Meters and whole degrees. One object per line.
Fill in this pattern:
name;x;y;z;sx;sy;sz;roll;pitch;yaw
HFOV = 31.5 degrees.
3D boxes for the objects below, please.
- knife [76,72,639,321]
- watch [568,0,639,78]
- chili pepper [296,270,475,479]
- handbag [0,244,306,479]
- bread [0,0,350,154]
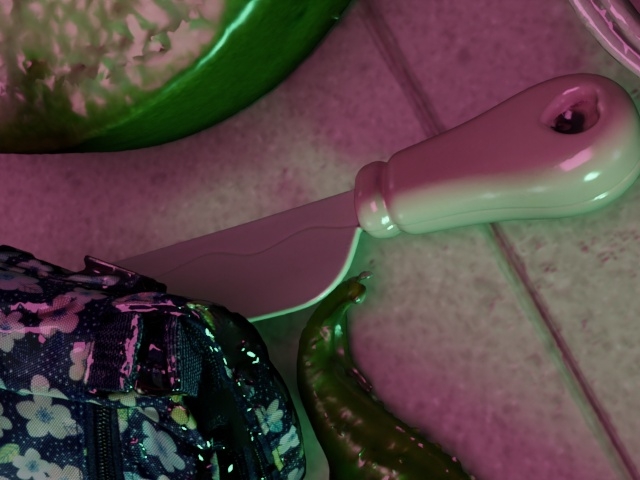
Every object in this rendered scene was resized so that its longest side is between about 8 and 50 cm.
knife;0.000;0.002;0.578;0.336;0.043;0.081;-20;45;22
watch;0.212;-0.158;0.442;0.244;0.196;0.231;10;97;18
chili pepper;0.111;0.156;0.518;0.359;0.076;0.085;41;133;19
handbag;-0.113;0.087;0.547;0.208;0.228;0.126;11;51;14
bread;-0.138;-0.227;0.584;0.382;0.129;0.366;-1;94;18
